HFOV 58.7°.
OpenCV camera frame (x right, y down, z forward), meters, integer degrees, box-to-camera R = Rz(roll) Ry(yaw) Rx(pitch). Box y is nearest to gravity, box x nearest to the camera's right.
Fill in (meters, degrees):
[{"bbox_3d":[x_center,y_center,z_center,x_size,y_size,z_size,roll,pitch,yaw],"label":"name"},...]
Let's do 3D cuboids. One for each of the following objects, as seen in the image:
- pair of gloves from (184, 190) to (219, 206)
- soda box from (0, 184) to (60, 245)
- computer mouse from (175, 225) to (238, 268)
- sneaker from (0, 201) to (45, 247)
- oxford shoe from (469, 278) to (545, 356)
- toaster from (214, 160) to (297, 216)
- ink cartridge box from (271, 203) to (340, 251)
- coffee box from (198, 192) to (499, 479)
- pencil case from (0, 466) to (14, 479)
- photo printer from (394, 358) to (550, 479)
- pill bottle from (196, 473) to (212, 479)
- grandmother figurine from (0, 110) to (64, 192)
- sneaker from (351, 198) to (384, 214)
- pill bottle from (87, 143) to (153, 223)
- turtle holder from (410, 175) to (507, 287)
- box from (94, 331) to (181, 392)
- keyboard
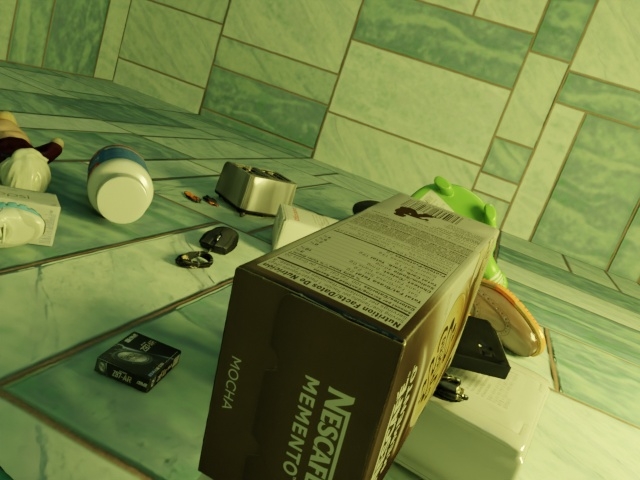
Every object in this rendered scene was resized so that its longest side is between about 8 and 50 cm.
[{"bbox_3d":[-0.309,-0.110,1.484,0.083,0.010,0.074,10,17,-35],"label":"pair of gloves"},{"bbox_3d":[-0.519,-0.048,0.864,0.216,0.069,0.074,10,16,-34],"label":"soda box"},{"bbox_3d":[-0.215,0.008,1.106,0.071,0.041,0.242,21,15,4],"label":"computer mouse"},{"bbox_3d":[-0.481,-0.007,0.787,0.190,0.072,0.083,-2,31,-36],"label":"sneaker"},{"bbox_3d":[0.289,0.138,1.192,0.132,0.130,0.363,-33,53,-30],"label":"oxford shoe"},{"bbox_3d":[-0.173,-0.134,1.549,0.167,0.110,0.185,6,19,-39],"label":"toaster"},{"bbox_3d":[0.000,0.000,1.311,0.217,0.092,0.158,18,14,-11],"label":"ink cartridge box"},{"bbox_3d":[0.044,0.077,0.478,0.118,0.168,0.297,22,23,21],"label":"coffee box"},{"bbox_3d":[-0.197,0.201,0.356,0.151,0.065,0.070,26,-9,27],"label":"pencil case"},{"bbox_3d":[0.124,0.185,0.743,0.307,0.107,0.256,25,17,23],"label":"photo printer"},{"bbox_3d":[-0.023,0.231,0.406,0.169,0.094,0.094,30,18,37],"label":"pill bottle"},{"bbox_3d":[-0.631,-0.178,1.167,0.207,0.104,0.342,-23,39,-28],"label":"grandmother figurine"},{"bbox_3d":[0.204,-0.052,1.737,0.295,0.105,0.146,30,12,24],"label":"sneaker"},{"bbox_3d":[-0.402,-0.112,1.141,0.124,0.125,0.221,12,15,-25],"label":"pill bottle"},{"bbox_3d":[0.363,-0.007,1.516,0.320,0.244,0.227,17,-10,11],"label":"turtle holder"},{"bbox_3d":[-0.210,0.140,0.662,0.067,0.018,0.083,21,15,6],"label":"box"},{"bbox_3d":[0.069,0.113,0.678,0.316,0.033,0.201,14,21,1],"label":"keyboard"}]
